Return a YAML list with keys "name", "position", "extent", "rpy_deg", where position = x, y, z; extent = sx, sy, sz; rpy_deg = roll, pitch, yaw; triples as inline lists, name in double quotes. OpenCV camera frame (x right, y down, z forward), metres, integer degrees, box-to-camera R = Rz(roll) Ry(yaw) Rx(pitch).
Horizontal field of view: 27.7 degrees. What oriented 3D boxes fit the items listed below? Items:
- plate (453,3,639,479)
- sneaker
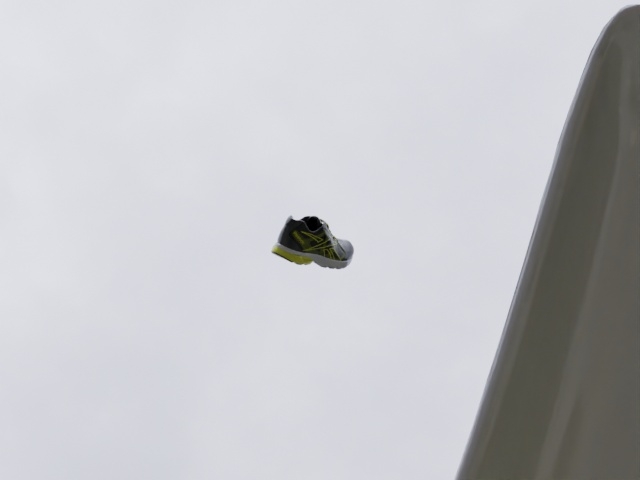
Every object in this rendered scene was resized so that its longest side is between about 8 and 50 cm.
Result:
- name: "plate"
  position: [0.157, 0.110, 0.336]
  extent: [0.277, 0.045, 0.278]
  rpy_deg: [22, -106, -2]
- name: "sneaker"
  position: [0.000, 0.000, 0.960]
  extent: [0.083, 0.031, 0.035]
  rpy_deg: [2, -69, -53]
